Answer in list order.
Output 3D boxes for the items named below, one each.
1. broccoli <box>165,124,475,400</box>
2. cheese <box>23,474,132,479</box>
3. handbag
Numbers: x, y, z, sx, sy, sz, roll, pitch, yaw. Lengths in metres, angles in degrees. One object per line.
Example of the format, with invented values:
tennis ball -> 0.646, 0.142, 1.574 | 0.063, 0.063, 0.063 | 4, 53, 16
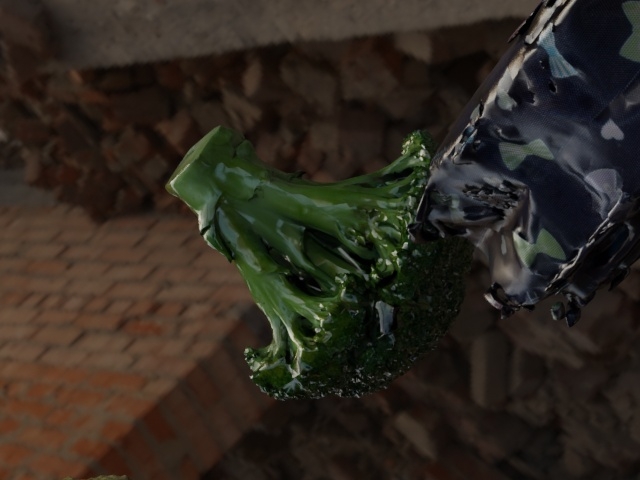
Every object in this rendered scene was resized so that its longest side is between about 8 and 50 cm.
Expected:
broccoli -> 0.000, 0.000, 1.146 | 0.269, 0.254, 0.269 | 35, 179, 1
cheese -> -0.131, 0.141, 0.679 | 0.030, 0.083, 0.044 | -106, 15, -66
handbag -> 0.146, -0.075, 0.597 | 0.113, 0.162, 0.260 | 38, 137, 6
